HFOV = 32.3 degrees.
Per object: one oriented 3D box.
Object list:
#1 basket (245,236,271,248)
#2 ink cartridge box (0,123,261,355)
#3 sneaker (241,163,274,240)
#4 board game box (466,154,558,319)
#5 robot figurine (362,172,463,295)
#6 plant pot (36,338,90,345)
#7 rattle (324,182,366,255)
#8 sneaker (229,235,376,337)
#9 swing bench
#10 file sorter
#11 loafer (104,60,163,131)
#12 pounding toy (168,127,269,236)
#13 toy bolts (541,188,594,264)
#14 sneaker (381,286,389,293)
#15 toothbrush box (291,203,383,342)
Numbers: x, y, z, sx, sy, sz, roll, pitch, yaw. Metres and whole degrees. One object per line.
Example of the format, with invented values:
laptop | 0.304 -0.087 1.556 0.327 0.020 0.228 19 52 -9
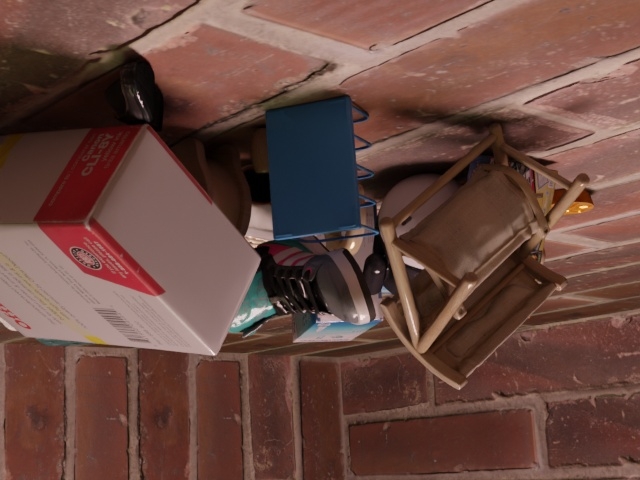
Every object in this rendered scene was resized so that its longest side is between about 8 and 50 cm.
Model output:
basket | -0.166 0.016 1.891 0.113 0.103 0.167 14 -170 -34
ink cartridge box | -0.318 0.001 1.434 0.384 0.160 0.279 0 144 36
sneaker | -0.126 -0.072 1.735 0.290 0.106 0.123 3 130 38
board game box | 0.284 -0.003 1.732 0.165 0.243 0.042 8 -176 -40
robot figurine | 0.174 0.003 1.835 0.173 0.209 0.278 15 157 6
plant pot | -0.415 0.054 1.854 0.165 0.234 0.165 -3 168 -3
rattle | 0.000 0.000 1.762 0.142 0.200 0.130 1 -168 -39
sneaker | -0.053 0.069 1.502 0.178 0.124 0.295 -22 -163 -15
swing bench | 0.220 0.024 1.543 0.253 0.165 0.255 -39 149 -27
file sorter | 0.006 -0.087 1.453 0.118 0.170 0.104 -8 171 22
loafer | -0.222 -0.165 1.291 0.061 0.062 0.170 2 167 -1
pounding toy | -0.148 -0.056 1.587 0.155 0.154 0.269 8 164 -41
toy bolts | 0.374 -0.009 1.921 0.218 0.158 0.228 -4 168 7
sneaker | 0.208 0.051 2.268 0.208 0.127 0.319 5 175 -26
toothbrush box | 0.022 0.068 2.070 0.126 0.216 0.295 0 167 -11
